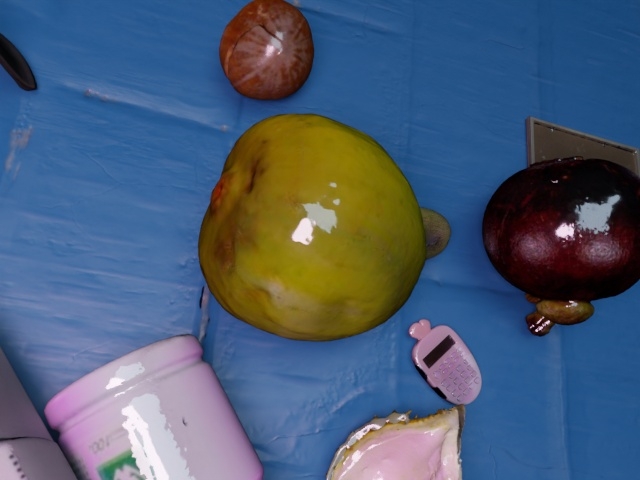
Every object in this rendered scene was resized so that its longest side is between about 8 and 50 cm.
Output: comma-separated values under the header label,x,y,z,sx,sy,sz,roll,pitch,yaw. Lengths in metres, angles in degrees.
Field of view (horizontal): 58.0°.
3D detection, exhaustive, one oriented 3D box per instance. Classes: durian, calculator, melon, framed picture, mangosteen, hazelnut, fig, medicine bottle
label,x,y,z,sx,sy,sz,roll,pitch,yaw
durian,0.100,0.376,0.835,0.196,0.185,0.305,7,62,5
calculator,0.213,0.208,0.999,0.103,0.024,0.166,-36,86,-25
melon,0.151,-0.012,1.021,0.162,0.099,0.099,-1,70,-15
framed picture,0.577,-0.142,1.252,0.290,0.020,0.211,13,66,-14
mangosteen,0.436,-0.003,1.009,0.297,0.297,0.293,5,66,-16
hazelnut,-0.088,-0.331,1.032,0.182,0.182,0.182,6,68,-16
fig,0.003,-0.008,0.850,0.344,0.343,0.343,6,68,-16
medicine bottle,-0.182,0.304,0.730,0.212,0.212,0.325,-26,80,-25

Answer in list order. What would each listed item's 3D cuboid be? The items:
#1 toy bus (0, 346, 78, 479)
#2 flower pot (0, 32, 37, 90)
label,x,y,z,sx,sy,sz,roll,pitch,yaw
toy bus,-0.393,0.276,0.587,0.249,0.209,0.440,-40,68,-5
flower pot,-0.613,-0.248,0.784,0.380,0.251,0.379,5,70,-15
